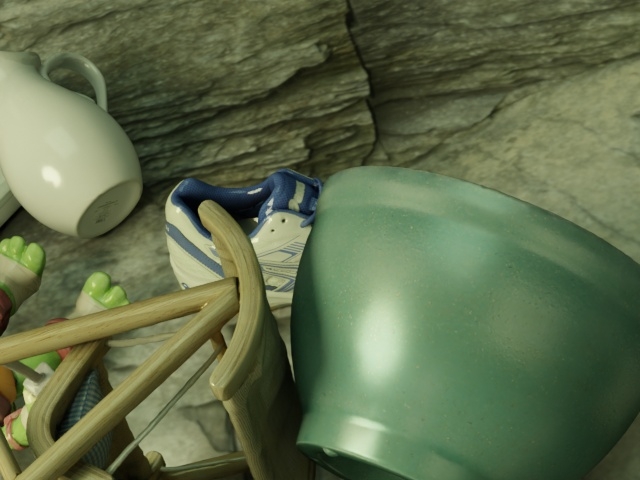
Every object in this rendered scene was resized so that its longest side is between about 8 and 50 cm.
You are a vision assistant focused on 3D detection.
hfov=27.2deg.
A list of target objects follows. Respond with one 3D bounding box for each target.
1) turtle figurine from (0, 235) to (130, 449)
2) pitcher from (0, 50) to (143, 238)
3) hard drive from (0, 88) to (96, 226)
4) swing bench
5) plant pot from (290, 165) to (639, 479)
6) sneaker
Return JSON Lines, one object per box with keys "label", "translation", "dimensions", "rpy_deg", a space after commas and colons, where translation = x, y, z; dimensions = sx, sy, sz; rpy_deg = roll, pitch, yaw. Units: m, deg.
{"label": "turtle figurine", "translation": [-0.280, 0.077, 1.110], "dimensions": [0.198, 0.274, 0.266], "rpy_deg": [-5, 28, 25]}
{"label": "pitcher", "translation": [-0.257, -0.110, 1.349], "dimensions": [0.178, 0.125, 0.207], "rpy_deg": [-26, 65, -42]}
{"label": "hard drive", "translation": [-0.405, -0.066, 1.416], "dimensions": [0.203, 0.040, 0.307], "rpy_deg": [20, 57, 29]}
{"label": "swing bench", "translation": [-0.123, 0.149, 0.990], "dimensions": [0.255, 0.253, 0.165], "rpy_deg": [-29, 53, -11]}
{"label": "plant pot", "translation": [0.096, 0.101, 0.985], "dimensions": [0.293, 0.293, 0.196], "rpy_deg": [16, 71, 27]}
{"label": "sneaker", "translation": [0.000, 0.000, 1.188], "dimensions": [0.297, 0.131, 0.112], "rpy_deg": [-3, 46, 10]}
